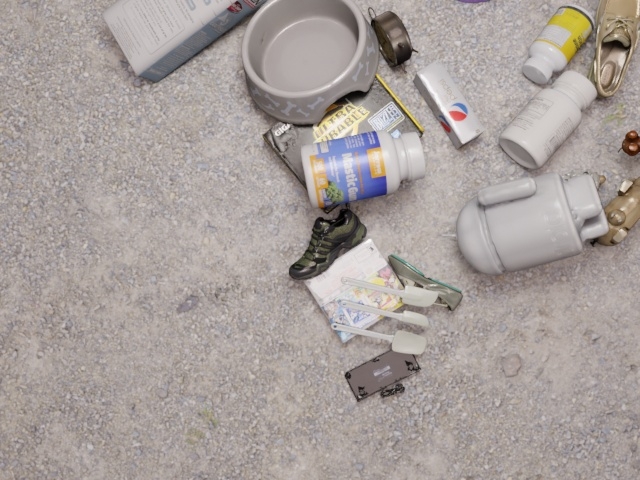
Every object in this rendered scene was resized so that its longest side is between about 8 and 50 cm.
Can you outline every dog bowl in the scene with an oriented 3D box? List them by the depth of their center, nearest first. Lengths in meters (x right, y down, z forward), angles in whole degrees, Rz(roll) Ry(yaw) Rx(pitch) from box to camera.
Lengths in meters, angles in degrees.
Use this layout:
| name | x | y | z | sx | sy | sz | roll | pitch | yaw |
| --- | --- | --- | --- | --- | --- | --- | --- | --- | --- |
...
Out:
| name | x | y | z | sx | sy | sz | roll | pitch | yaw |
| --- | --- | --- | --- | --- | --- | --- | --- | --- | --- |
| dog bowl | -0.034 | -0.461 | 1.466 | 0.348 | 0.102 | 0.349 | -3 | 73 | 11 |

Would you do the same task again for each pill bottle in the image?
| name | x | y | z | sx | sy | sz | roll | pitch | yaw |
| --- | --- | --- | --- | --- | --- | --- | --- | --- | --- |
| pill bottle | 0.098 | -0.172 | 1.399 | 0.272 | 0.152 | 0.152 | -11 | 87 | 1 |
| pill bottle | 0.561 | -0.298 | 1.481 | 0.131 | 0.131 | 0.229 | 42 | 89 | 2 |
| pill bottle | 0.588 | -0.487 | 1.503 | 0.103 | 0.103 | 0.184 | 37 | 89 | 2 |

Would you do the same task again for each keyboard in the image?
| name | x | y | z | sx | sy | sz | roll | pitch | yaw |
| --- | --- | --- | --- | --- | --- | --- | --- | --- | --- |
| keyboard | 0.162 | 0.343 | 1.517 | 0.180 | 0.023 | 0.108 | -27 | 81 | 1 |

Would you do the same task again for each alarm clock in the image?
| name | x | y | z | sx | sy | sz | roll | pitch | yaw |
| --- | --- | --- | --- | --- | --- | --- | --- | --- | --- |
| alarm clock | 0.170 | -0.518 | 1.505 | 0.064 | 0.129 | 0.192 | -31 | 67 | -2 |

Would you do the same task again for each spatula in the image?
| name | x | y | z | sx | sy | sz | roll | pitch | yaw |
| --- | --- | --- | --- | --- | --- | --- | --- | --- | --- |
| spatula | 0.154 | 0.181 | 1.472 | 0.242 | 0.019 | 0.168 | 12 | 102 | -5 |

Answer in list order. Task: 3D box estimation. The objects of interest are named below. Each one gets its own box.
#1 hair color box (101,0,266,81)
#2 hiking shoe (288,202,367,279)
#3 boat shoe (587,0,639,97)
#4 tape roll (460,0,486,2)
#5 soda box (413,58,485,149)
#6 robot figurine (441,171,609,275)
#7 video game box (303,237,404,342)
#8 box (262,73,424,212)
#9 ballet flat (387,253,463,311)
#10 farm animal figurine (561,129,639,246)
| name | x | y | z | sx | sy | sz | roll | pitch | yaw |
| --- | --- | --- | --- | --- | --- | --- | --- | --- | --- |
| hair color box | -0.328 | -0.576 | 1.475 | 0.374 | 0.113 | 0.185 | -31 | 88 | 15 |
| hiking shoe | 0.000 | 0.000 | 1.486 | 0.227 | 0.086 | 0.114 | -39 | 117 | -9 |
| boat shoe | 0.724 | -0.500 | 1.465 | 0.109 | 0.098 | 0.302 | 11 | 105 | 10 |
| tape roll | 0.396 | -0.754 | 1.525 | 0.274 | 0.090 | 0.275 | 0 | 87 | 0 |
| soda box | 0.321 | -0.341 | 1.515 | 0.069 | 0.074 | 0.216 | -33 | 87 | -1 |
| robot figurine | 0.471 | -0.035 | 1.409 | 0.353 | 0.200 | 0.300 | -19 | 130 | 26 |
| video game box | 0.092 | 0.124 | 1.514 | 0.205 | 0.048 | 0.187 | -32 | 86 | 0 |
| box | 0.057 | -0.263 | 1.517 | 0.322 | 0.079 | 0.257 | -39 | 89 | -1 |
| ballet flat | 0.251 | 0.110 | 1.500 | 0.213 | 0.072 | 0.068 | 29 | 91 | 1 |
| farm animal figurine | 0.788 | -0.087 | 1.452 | 0.326 | 0.172 | 0.330 | -34 | 73 | 18 |
